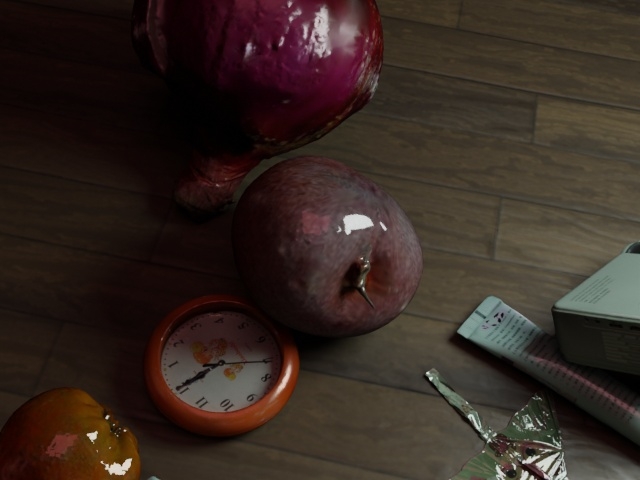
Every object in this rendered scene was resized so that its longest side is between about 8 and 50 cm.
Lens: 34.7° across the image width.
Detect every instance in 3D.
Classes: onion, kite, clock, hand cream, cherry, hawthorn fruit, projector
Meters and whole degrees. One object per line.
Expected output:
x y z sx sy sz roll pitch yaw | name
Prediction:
-0.100 -0.227 1.505 0.398 0.398 0.420 9 93 4 | onion
0.223 0.256 1.323 0.229 0.012 0.250 -34 61 -26 | kite
-0.130 0.162 1.348 0.205 0.051 0.205 2 54 -3 | clock
0.340 0.181 1.354 0.331 0.058 0.085 35 60 21 | hand cream
0.000 0.000 1.366 0.261 0.221 0.307 22 27 -35 | cherry
-0.300 0.269 1.189 0.189 0.189 0.189 1 53 -2 | hawthorn fruit
0.451 0.085 1.340 0.257 0.099 0.192 -29 24 -37 | projector

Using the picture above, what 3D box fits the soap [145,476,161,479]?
-0.137 0.389 1.128 0.091 0.145 0.230 -36 58 -16 | soap
